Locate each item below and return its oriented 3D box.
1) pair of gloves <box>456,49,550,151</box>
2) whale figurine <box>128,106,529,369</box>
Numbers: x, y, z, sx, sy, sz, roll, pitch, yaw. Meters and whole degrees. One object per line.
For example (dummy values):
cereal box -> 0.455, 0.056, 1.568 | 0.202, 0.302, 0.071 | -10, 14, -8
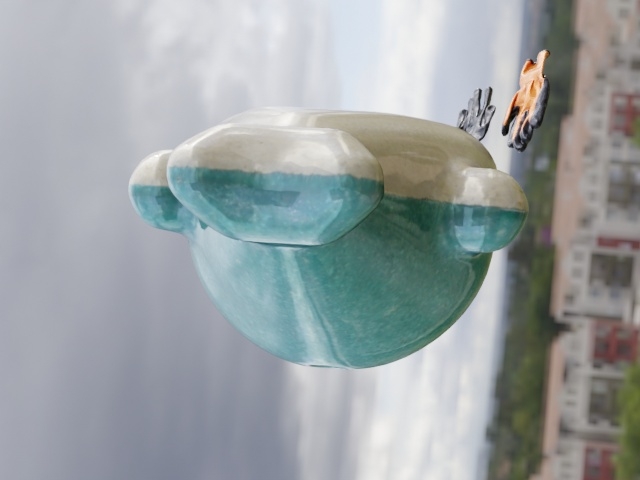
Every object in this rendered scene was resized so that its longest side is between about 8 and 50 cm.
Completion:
pair of gloves -> 0.106, -0.071, 1.064 | 0.083, 0.010, 0.074 | -29, 34, 45
whale figurine -> 0.000, 0.000, 0.947 | 0.272, 0.216, 0.141 | 9, -95, -80
